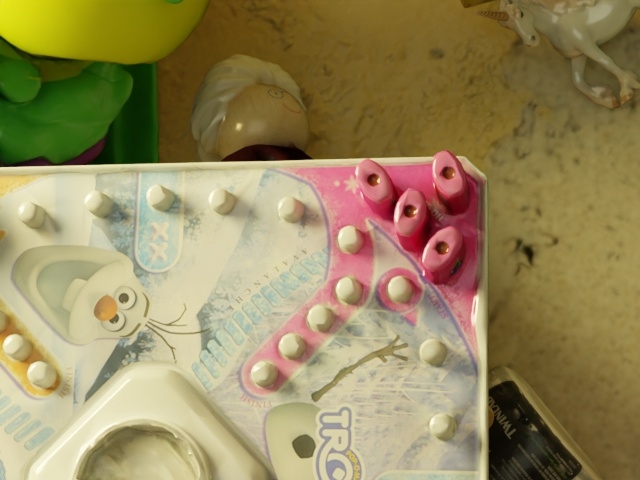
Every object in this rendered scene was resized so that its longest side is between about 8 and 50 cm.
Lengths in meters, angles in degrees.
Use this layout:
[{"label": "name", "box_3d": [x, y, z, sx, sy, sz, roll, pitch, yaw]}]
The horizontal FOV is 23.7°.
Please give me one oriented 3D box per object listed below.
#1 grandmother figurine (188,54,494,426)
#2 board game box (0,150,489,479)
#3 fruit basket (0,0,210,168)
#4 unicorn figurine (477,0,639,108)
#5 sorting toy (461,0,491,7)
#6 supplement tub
[{"label": "grandmother figurine", "box_3d": [0.000, 0.000, 1.035, 0.104, 0.208, 0.342, -39, 52, 14]}, {"label": "board game box", "box_3d": [-0.102, 0.140, 0.858, 0.390, 0.050, 0.390, -1, 77, 10]}, {"label": "fruit basket", "box_3d": [-0.175, -0.189, 1.053, 0.392, 0.283, 0.392, -4, 82, 28]}, {"label": "unicorn figurine", "box_3d": [0.196, -0.151, 1.071, 0.162, 0.060, 0.111, -36, 90, -13]}, {"label": "sorting toy", "box_3d": [0.193, -0.267, 1.039, 0.274, 0.132, 0.046, -32, 44, 12]}, {"label": "supplement tub", "box_3d": [0.087, 0.183, 1.025, 0.190, 0.117, 0.117, -40, 75, 6]}]
